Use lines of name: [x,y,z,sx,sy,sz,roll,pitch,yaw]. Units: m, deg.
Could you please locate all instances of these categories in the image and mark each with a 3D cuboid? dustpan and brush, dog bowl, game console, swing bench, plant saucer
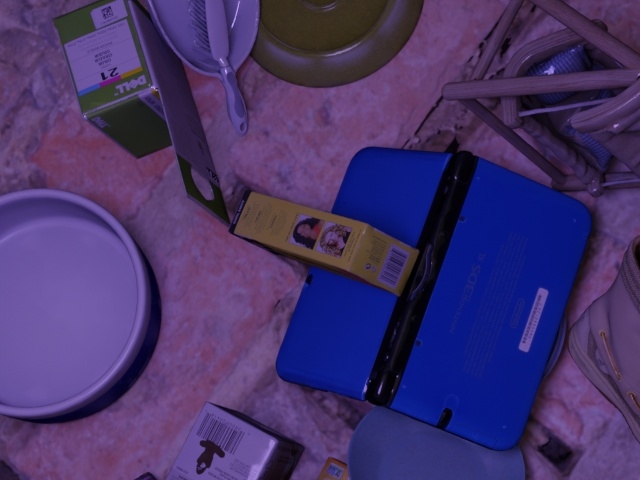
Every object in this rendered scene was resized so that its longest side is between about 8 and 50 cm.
dustpan and brush: [-0.121,-0.225,1.806,0.147,0.211,0.060,-26,33,-30]
dog bowl: [-0.322,0.078,1.782,0.264,0.104,0.265,-1,77,5]
game console: [0.125,0.059,1.709,0.250,0.173,0.293,23,79,-11]
swing bench: [0.312,-0.140,1.580,0.254,0.253,0.165,22,83,45]
plant saucer: [0.124,0.253,1.668,0.194,0.037,0.195,2,50,-3]
plant saucer: [0.004,-0.304,1.839,0.240,0.037,0.241,-3,77,12]

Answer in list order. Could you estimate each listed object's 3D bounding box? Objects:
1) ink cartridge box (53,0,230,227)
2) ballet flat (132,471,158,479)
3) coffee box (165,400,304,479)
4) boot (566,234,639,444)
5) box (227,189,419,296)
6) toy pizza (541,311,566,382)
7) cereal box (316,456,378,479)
ink cartridge box: [-0.202,-0.133,1.769,0.097,0.189,0.255,-20,75,8]
ballet flat: [-0.278,0.329,1.758,0.221,0.077,0.079,-24,56,2]
coffee box: [-0.126,0.312,1.686,0.098,0.141,0.247,26,86,16]
boot: [0.383,0.131,1.574,0.095,0.203,0.262,-30,67,-29]
box: [0.000,0.000,1.690,0.232,0.087,0.058,16,82,51]
toy pizza: [0.175,0.094,1.717,0.201,0.032,0.201,-4,72,13]
cereal box: [0.033,0.383,1.683,0.173,0.047,0.240,25,84,15]
